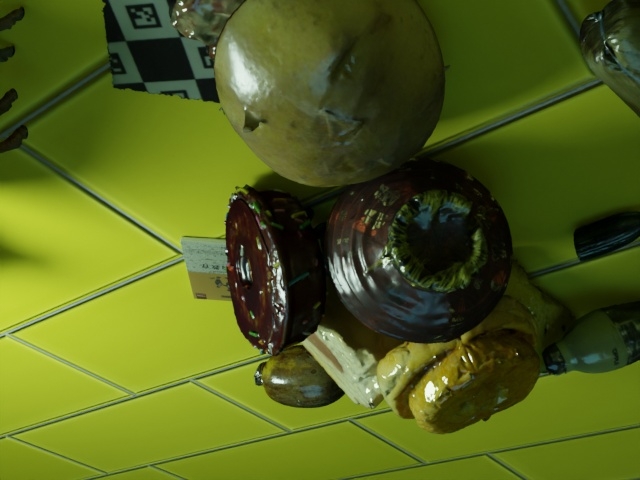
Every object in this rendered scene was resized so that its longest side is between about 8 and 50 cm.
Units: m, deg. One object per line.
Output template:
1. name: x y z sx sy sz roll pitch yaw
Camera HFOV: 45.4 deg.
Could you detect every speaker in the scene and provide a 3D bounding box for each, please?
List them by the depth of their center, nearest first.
1. speaker: -0.005 0.001 1.088 0.094 0.075 0.060 45 124 -11

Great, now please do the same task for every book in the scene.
1. book: -0.155 0.050 1.225 0.118 0.012 0.172 4 145 2

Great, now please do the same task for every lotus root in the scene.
1. lotus root: -0.019 0.255 1.418 0.210 0.120 0.120 -5 144 14

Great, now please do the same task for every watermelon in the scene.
1. watermelon: 0.326 0.129 1.223 0.129 0.123 0.301 -40 131 18

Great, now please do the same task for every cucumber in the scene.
1. cucumber: 0.402 -0.010 1.054 0.105 0.048 0.048 -26 135 33

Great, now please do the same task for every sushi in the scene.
1. sushi: -0.076 -0.230 0.769 0.320 0.068 0.339 8 145 -5

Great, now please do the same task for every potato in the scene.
1. potato: 0.020 -0.137 0.790 0.239 0.116 0.299 -21 147 10

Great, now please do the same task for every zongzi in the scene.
1. zongzi: 0.349 -0.144 0.810 0.221 0.112 0.242 9 146 -9

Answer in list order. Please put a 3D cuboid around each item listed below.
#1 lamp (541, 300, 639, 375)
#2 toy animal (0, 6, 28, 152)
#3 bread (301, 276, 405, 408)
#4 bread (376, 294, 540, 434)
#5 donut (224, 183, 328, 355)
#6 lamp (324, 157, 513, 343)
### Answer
1. lamp: 0.466 0.149 1.202 0.250 0.101 0.101 -21 142 1
2. toy animal: -0.437 -0.196 0.774 0.260 0.243 0.087 -6 -175 -34
3. bread: 0.028 0.154 1.182 0.224 0.211 0.183 2 152 -6
4. bread: 0.199 0.178 1.066 0.236 0.120 0.198 -26 145 3
5. donut: -0.064 0.036 1.030 0.089 0.235 0.235 -10 150 -22
6. lamp: 0.125 0.011 0.957 0.247 0.247 0.247 3 145 2
